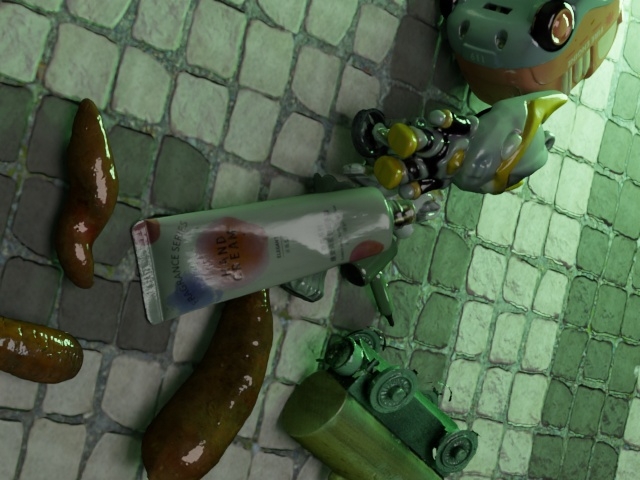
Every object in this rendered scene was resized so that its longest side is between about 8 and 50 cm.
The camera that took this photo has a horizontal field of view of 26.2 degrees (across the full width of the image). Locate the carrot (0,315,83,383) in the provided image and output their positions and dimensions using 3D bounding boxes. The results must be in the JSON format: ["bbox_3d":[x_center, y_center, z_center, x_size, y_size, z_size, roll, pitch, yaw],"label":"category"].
[{"bbox_3d":[-0.323,0.106,1.404,0.186,0.060,0.060,22,81,-42],"label":"carrot"}]

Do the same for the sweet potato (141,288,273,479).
[{"bbox_3d":[-0.117,0.166,1.598,0.097,0.097,0.292,52,54,-36],"label":"sweet potato"}]

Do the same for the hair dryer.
[{"bbox_3d":[0.075,0.061,1.805,0.071,0.047,0.150,-44,135,-28],"label":"hair dryer"}]

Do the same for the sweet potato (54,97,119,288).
[{"bbox_3d":[-0.245,-0.048,1.454,0.055,0.058,0.202,2,95,-66],"label":"sweet potato"}]

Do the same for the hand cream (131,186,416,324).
[{"bbox_3d":[-0.046,0.002,1.595,0.341,0.078,0.124,-14,108,-19],"label":"hand cream"}]

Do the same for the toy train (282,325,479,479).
[{"bbox_3d":[0.076,0.241,1.796,0.189,0.126,0.307,-40,130,6],"label":"toy train"}]

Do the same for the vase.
[{"bbox_3d":[0.000,0.000,1.692,0.081,0.081,0.148,31,79,-43],"label":"vase"}]

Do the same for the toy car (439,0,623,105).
[{"bbox_3d":[0.302,-0.290,1.876,0.270,0.180,0.212,-46,138,-25],"label":"toy car"}]

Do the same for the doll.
[{"bbox_3d":[0.200,-0.119,1.749,0.316,0.103,0.145,-7,108,-41],"label":"doll"}]

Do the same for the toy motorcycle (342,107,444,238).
[{"bbox_3d":[0.103,-0.080,1.778,0.229,0.074,0.151,23,74,-53],"label":"toy motorcycle"}]
